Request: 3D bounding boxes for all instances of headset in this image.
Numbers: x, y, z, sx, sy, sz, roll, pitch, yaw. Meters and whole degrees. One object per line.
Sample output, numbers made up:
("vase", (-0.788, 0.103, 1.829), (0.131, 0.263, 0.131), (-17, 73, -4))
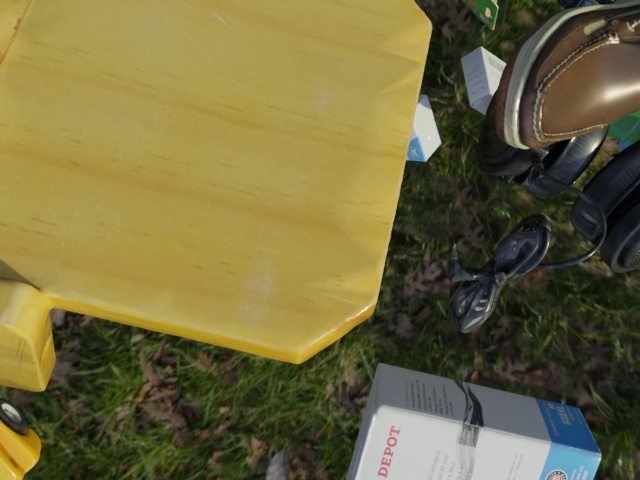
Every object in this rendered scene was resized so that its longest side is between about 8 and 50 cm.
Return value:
("headset", (0.244, -0.054, 0.720), (0.243, 0.394, 0.185), (40, 127, 10))

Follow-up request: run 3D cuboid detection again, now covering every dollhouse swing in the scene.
("dollhouse swing", (-0.123, -0.049, 0.597), (0.305, 0.315, 0.347), (18, 65, -10))

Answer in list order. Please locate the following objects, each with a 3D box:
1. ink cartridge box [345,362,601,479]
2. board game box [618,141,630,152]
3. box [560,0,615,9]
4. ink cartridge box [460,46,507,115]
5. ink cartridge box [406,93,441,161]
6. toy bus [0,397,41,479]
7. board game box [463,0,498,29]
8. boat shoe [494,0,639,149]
("ink cartridge box", (0.203, 0.328, 1.067), (0.307, 0.129, 0.223), (13, 111, 0))
("board game box", (0.786, -0.212, 1.522), (0.336, 0.079, 0.254), (3, 114, 47))
("box", (0.454, -0.256, 0.813), (0.322, 0.079, 0.257), (38, 64, 2))
("ink cartridge box", (0.418, -0.251, 1.572), (0.060, 0.275, 0.239), (-28, 55, 40))
("ink cartridge box", (0.053, -0.095, 0.618), (0.083, 0.028, 0.048), (10, 137, 40))
("toy bus", (-0.433, 0.148, 0.735), (0.108, 0.130, 0.333), (-40, 109, -5))
("board game box", (0.203, -0.455, 1.197), (0.039, 0.124, 0.259), (-38, 83, 6))
("boat shoe", (0.236, -0.139, 0.579), (0.095, 0.257, 0.095), (20, 132, 39))
